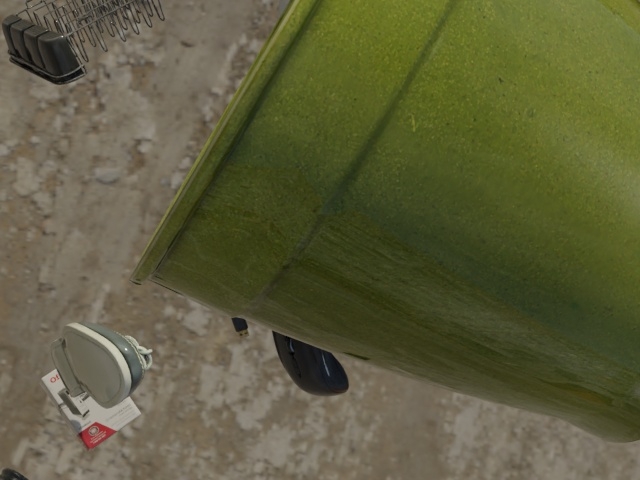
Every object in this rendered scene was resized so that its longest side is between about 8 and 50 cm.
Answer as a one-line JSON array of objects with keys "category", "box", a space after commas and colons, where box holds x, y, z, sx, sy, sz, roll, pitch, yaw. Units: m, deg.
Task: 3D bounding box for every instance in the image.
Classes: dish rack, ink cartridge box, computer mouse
[{"category": "dish rack", "box": [-0.317, -0.335, 1.593, 0.271, 0.208, 0.074, -35, 127, -22]}, {"category": "ink cartridge box", "box": [-0.358, 0.245, 1.700, 0.099, 0.056, 0.135, -35, 88, -20]}, {"category": "computer mouse", "box": [-0.068, 0.192, 1.911, 0.060, 0.184, 0.262, -59, 137, -39]}]

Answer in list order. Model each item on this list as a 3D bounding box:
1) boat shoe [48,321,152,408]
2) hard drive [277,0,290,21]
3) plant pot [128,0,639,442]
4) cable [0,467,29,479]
[{"category": "boat shoe", "box": [-0.278, 0.149, 1.441, 0.099, 0.319, 0.116, -24, 93, -25]}, {"category": "hard drive", "box": [0.065, -0.331, 1.383, 0.040, 0.307, 0.203, 1, 96, -43]}, {"category": "plant pot", "box": [0.114, -0.044, 0.748, 0.353, 0.366, 0.367, 31, 66, -8]}, {"category": "cable", "box": [-0.418, 0.411, 1.575, 0.139, 0.287, 0.072, 41, 63, 8]}]
